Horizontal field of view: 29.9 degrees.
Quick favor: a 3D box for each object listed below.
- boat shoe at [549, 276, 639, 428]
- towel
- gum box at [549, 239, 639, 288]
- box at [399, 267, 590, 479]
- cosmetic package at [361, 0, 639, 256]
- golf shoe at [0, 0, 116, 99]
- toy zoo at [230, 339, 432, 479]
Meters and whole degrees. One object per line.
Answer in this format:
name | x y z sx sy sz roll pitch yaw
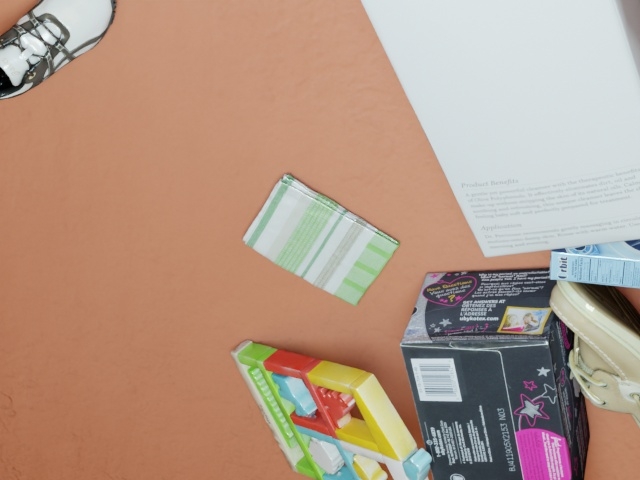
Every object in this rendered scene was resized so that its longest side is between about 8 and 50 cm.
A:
boat shoe | 0.305 0.131 1.213 0.098 0.109 0.302 -40 134 14
towel | 0.000 0.000 1.341 0.152 0.023 0.113 30 129 -6
gum box | 0.318 -0.020 1.134 0.184 0.157 0.041 6 135 14
box | 0.196 0.167 1.311 0.163 0.142 0.247 -3 121 21
cosmetic package | 0.178 -0.165 1.009 0.197 0.155 0.365 -6 133 26
golf shoe | -0.290 -0.204 1.251 0.077 0.094 0.198 45 123 -12
toy zoo | 0.024 0.218 1.374 0.293 0.030 0.192 7 129 53
